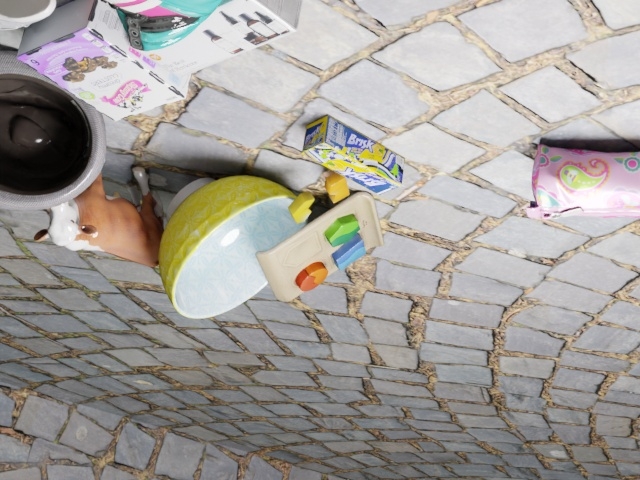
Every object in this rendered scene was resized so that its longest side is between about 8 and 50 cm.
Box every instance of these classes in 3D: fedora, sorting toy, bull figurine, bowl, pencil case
[{"bbox_3d":[-0.478,-0.174,1.893,0.275,0.244,0.124,12,-175,-18],"label":"fedora"},{"bbox_3d":[0.000,0.000,2.110,0.229,0.041,0.307,-29,154,-5],"label":"sorting toy"},{"bbox_3d":[-0.377,-0.050,2.062,0.101,0.188,0.310,-15,158,26],"label":"bull figurine"},{"bbox_3d":[-0.180,-0.019,2.095,0.156,0.289,0.289,48,169,25],"label":"bowl"},{"bbox_3d":[0.456,-0.080,1.802,0.284,0.124,0.124,2,155,14],"label":"pencil case"}]

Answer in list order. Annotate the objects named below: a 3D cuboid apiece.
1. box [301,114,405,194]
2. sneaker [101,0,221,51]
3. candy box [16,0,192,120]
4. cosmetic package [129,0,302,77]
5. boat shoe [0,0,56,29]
[{"bbox_3d":[0.054,-0.135,1.913,0.169,0.054,0.059,27,150,-32],"label":"box"},{"bbox_3d":[-0.261,-0.325,1.510,0.295,0.124,0.178,7,160,-10],"label":"sneaker"},{"bbox_3d":[-0.311,-0.265,1.749,0.164,0.070,0.196,-12,147,39],"label":"candy box"},{"bbox_3d":[-0.145,-0.296,1.631,0.239,0.060,0.099,-14,146,42],"label":"cosmetic package"},{"bbox_3d":[-0.438,-0.324,1.683,0.184,0.066,0.063,-4,163,26],"label":"boat shoe"}]
